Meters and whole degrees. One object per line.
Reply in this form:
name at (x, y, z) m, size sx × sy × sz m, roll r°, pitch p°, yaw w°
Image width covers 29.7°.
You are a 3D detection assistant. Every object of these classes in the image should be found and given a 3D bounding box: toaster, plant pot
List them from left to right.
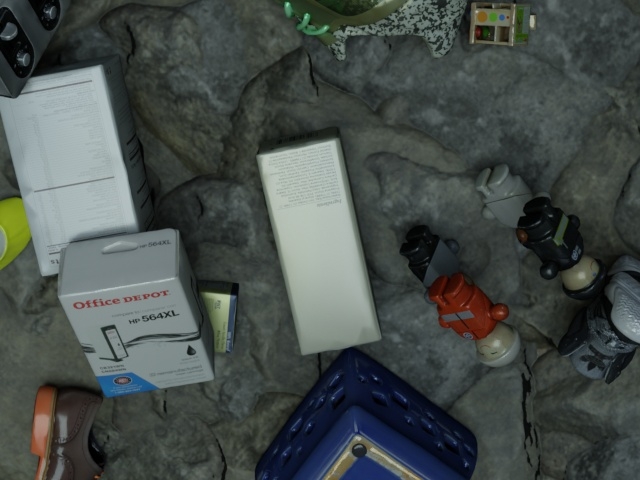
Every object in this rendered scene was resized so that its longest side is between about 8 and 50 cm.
toaster at (-0.411, -0.269, 1.413) m, size 0.186 × 0.168 × 0.110 m, roll 12°, pitch 149°, yaw 16°
plant pot at (0.063, 0.319, 1.580) m, size 0.236 × 0.212 × 0.236 m, roll 36°, pitch 101°, yaw -8°

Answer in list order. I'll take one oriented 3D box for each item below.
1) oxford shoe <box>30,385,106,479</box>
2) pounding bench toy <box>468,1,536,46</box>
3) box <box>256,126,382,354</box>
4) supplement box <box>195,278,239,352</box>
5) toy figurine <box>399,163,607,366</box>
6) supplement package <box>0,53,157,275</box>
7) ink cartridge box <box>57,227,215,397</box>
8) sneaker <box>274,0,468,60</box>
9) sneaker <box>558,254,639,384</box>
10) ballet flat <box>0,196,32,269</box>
oxford shoe at (-0.344, 0.333, 1.645) m, size 0.098 × 0.097 × 0.271 m, roll 3°, pitch 105°, yaw -7°
pounding bench toy at (0.228, -0.272, 1.511) m, size 0.065 × 0.083 × 0.052 m, roll 9°, pitch 104°, yaw 30°
box at (0.000, 0.000, 1.557) m, size 0.113 × 0.094 × 0.275 m, roll -10°, pitch 105°, yaw 3°
supplement box at (-0.153, 0.099, 1.602) m, size 0.083 × 0.056 × 0.083 m, roll 5°, pitch 105°, yaw -1°
toy figurine at (0.226, 0.030, 1.509) m, size 0.213 × 0.209 × 0.148 m, roll -42°, pitch 117°, yaw 3°
supplement package at (-0.301, -0.096, 1.511) m, size 0.139 × 0.134 × 0.244 m, roll -9°, pitch 104°, yaw 2°
ink cartridge box at (-0.222, 0.091, 1.480) m, size 0.148 × 0.086 × 0.203 m, roll -10°, pitch 137°, yaw 4°
sneaker at (-0.002, -0.300, 1.466) m, size 0.410 × 0.158 × 0.182 m, roll 8°, pitch 122°, yaw 3°
sneaker at (0.371, 0.117, 1.504) m, size 0.101 × 0.268 × 0.153 m, roll 33°, pitch 108°, yaw 7°
ballet flat at (-0.469, 0.028, 1.572) m, size 0.231 × 0.077 × 0.077 m, roll -33°, pitch 101°, yaw 8°
